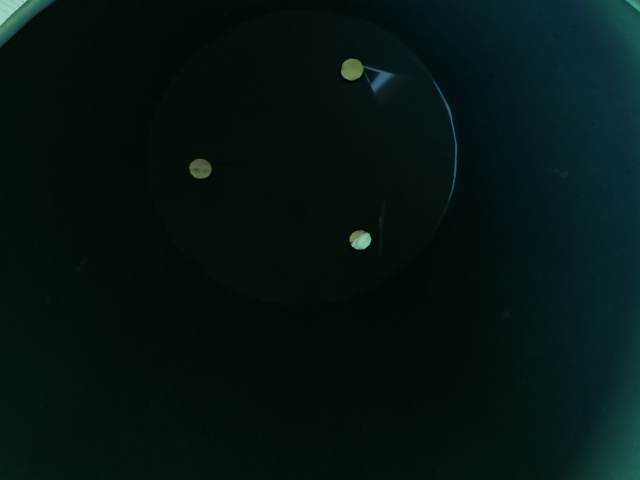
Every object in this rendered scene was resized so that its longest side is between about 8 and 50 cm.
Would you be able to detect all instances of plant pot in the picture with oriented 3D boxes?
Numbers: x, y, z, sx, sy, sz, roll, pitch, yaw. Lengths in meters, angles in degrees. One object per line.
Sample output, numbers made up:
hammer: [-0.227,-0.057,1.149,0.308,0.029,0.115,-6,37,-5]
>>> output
plant pot: [0.000,0.000,0.532,0.290,0.290,0.195,51,-169,-20]

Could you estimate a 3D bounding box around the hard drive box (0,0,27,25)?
hard drive box: [-0.142,-0.174,0.616,0.181,0.089,0.232,35,155,14]

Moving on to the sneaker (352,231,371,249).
sneaker: [0.025,0.083,0.778,0.107,0.110,0.275,39,155,7]
